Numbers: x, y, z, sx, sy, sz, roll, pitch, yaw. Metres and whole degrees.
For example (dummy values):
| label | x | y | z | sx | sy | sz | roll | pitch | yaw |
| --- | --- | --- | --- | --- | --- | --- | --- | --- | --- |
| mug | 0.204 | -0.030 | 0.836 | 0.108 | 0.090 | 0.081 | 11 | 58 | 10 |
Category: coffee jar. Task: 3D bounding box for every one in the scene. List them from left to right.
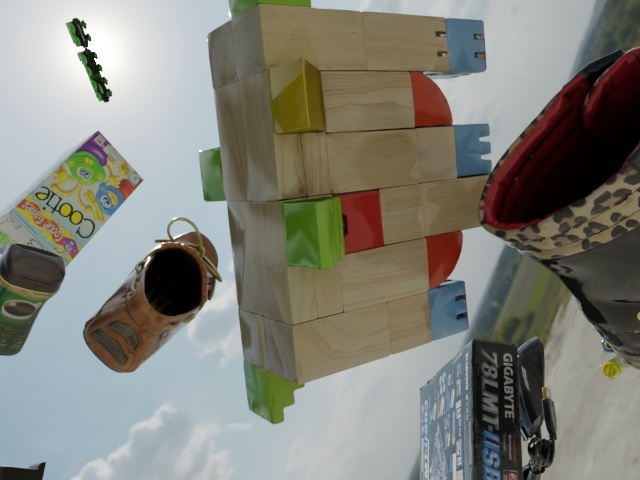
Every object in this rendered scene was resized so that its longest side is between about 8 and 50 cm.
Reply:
| label | x | y | z | sx | sy | sz | roll | pitch | yaw |
| --- | --- | --- | --- | --- | --- | --- | --- | --- | --- |
| coffee jar | -0.474 | 0.091 | 0.971 | 0.096 | 0.079 | 0.184 | 22 | -63 | -40 |

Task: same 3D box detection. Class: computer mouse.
| label | x | y | z | sx | sy | sz | roll | pitch | yaw |
| --- | --- | --- | --- | --- | --- | --- | --- | --- | --- |
| computer mouse | 0.344 | 0.262 | 1.042 | 0.184 | 0.060 | 0.262 | 80 | -161 | -56 |

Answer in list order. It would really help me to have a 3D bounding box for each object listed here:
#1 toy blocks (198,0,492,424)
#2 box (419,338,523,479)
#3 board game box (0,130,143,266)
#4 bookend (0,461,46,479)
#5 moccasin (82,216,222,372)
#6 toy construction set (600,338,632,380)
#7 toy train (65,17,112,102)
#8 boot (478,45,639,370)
| label | x | y | z | sx | sy | sz | roll | pitch | yaw |
| --- | --- | --- | --- | --- | --- | --- | --- | --- | --- |
| toy blocks | 0.050 | -0.050 | 0.576 | 0.260 | 0.190 | 0.382 | -9 | -82 | -33 |
| box | 0.211 | 0.329 | 0.921 | 0.293 | 0.073 | 0.296 | 100 | 176 | -62 |
| board game box | -0.516 | -0.073 | 1.267 | 0.142 | 0.144 | 0.275 | 51 | -138 | -24 |
| bookend | -0.584 | 0.462 | 1.089 | 0.157 | 0.072 | 0.156 | 21 | -122 | -34 |
| moccasin | -0.228 | 0.058 | 0.972 | 0.147 | 0.139 | 0.380 | -40 | 3 | 15 |
| toy construction set | 0.678 | 0.136 | 1.169 | 0.151 | 0.327 | 0.215 | 13 | -114 | -60 |
| toy train | -0.227 | -0.176 | 0.615 | 0.017 | 0.023 | 0.083 | -31 | -58 | -31 |
| boot | 0.340 | -0.058 | 0.514 | 0.377 | 0.284 | 0.138 | -42 | 33 | 27 |
